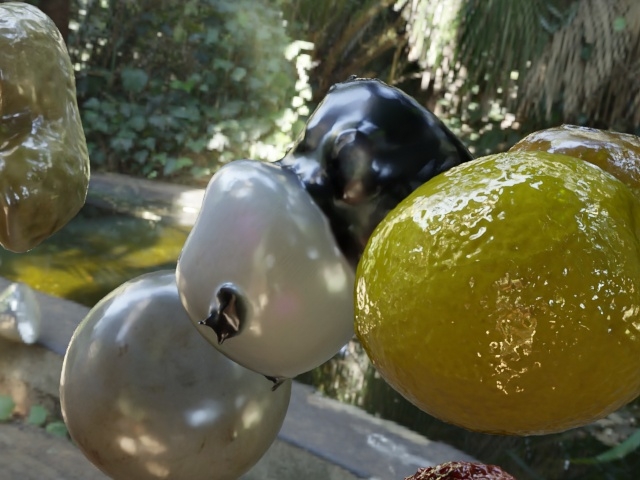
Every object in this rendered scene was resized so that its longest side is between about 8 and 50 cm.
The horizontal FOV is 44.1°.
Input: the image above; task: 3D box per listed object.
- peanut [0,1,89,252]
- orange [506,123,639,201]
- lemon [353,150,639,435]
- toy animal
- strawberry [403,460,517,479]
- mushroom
[{"bbox_3d":[-0.272,-0.106,0.693,0.122,0.253,0.137,-14,-15,-7],"label":"peanut"},{"bbox_3d":[0.436,-0.083,1.272,0.334,0.196,0.262,15,27,7],"label":"orange"},{"bbox_3d":[0.127,0.036,0.525,0.244,0.187,0.187,-11,-1,27],"label":"lemon"},{"bbox_3d":[0.000,0.000,0.822,0.251,0.310,0.251,42,-10,9],"label":"toy animal"},{"bbox_3d":[0.159,0.296,0.844,0.190,0.236,0.111,31,44,17],"label":"strawberry"},{"bbox_3d":[-0.230,0.231,1.275,0.362,0.362,0.294,7,-30,-13],"label":"mushroom"}]
